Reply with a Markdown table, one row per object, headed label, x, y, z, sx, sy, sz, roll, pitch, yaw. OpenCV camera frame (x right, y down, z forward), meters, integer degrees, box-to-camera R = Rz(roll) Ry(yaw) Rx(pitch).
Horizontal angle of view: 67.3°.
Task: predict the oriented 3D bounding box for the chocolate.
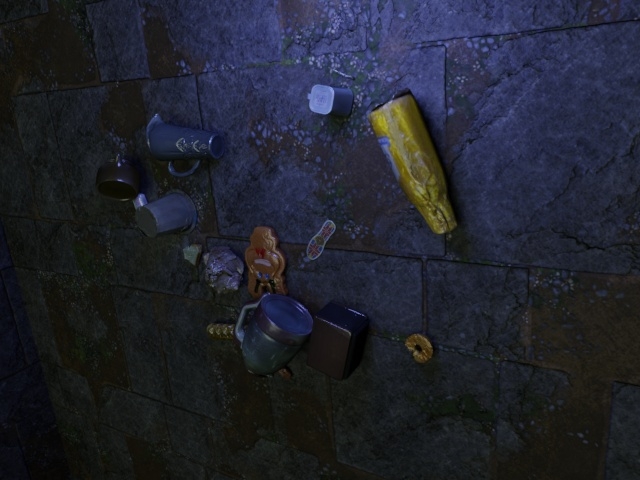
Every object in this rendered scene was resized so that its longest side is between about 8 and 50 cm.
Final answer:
| label | x | y | z | sx | sy | sz | roll | pitch | yaw |
| --- | --- | --- | --- | --- | --- | --- | --- | --- | --- |
| chocolate | 0.299 | -0.227 | 1.470 | 0.162 | 0.162 | 0.446 | -23 | 96 | 34 |

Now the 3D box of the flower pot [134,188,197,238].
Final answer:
| label | x | y | z | sx | sy | sz | roll | pitch | yaw |
| --- | --- | --- | --- | --- | --- | --- | --- | --- | --- |
| flower pot | -0.680 | -0.099 | 2.078 | 0.212 | 0.202 | 0.213 | 13 | 115 | 30 |

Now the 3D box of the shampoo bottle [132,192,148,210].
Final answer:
| label | x | y | z | sx | sy | sz | roll | pitch | yaw |
| --- | --- | --- | --- | --- | --- | --- | --- | --- | --- |
| shampoo bottle | -0.837 | -0.174 | 2.236 | 0.072 | 0.043 | 0.099 | -13 | 99 | 33 |

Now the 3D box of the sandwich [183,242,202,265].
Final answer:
| label | x | y | z | sx | sy | sz | roll | pitch | yaw |
| --- | --- | --- | --- | --- | --- | --- | --- | --- | --- |
| sandwich | -0.573 | 0.052 | 2.160 | 0.093 | 0.035 | 0.105 | 35 | 120 | 17 |

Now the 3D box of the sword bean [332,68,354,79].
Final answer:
| label | x | y | z | sx | sy | sz | roll | pitch | yaw |
| --- | --- | --- | --- | --- | --- | --- | --- | --- | --- |
| sword bean | 0.076 | -0.545 | 1.581 | 0.083 | 0.012 | 0.012 | 29 | 119 | 18 |

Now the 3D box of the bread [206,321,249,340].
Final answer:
| label | x | y | z | sx | sy | sz | roll | pitch | yaw |
| --- | --- | --- | --- | --- | --- | --- | --- | --- | --- |
| bread | -0.361 | 0.411 | 2.134 | 0.367 | 0.077 | 0.084 | -4 | 103 | 31 |

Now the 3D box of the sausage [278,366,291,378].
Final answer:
| label | x | y | z | sx | sy | sz | roll | pitch | yaw |
| --- | --- | --- | --- | --- | --- | --- | --- | --- | --- |
| sausage | -0.204 | 0.545 | 2.109 | 0.186 | 0.043 | 0.043 | 28 | 119 | 20 |

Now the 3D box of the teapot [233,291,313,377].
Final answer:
| label | x | y | z | sx | sy | sz | roll | pitch | yaw |
| --- | --- | --- | --- | --- | --- | --- | --- | --- | --- |
| teapot | -0.223 | 0.375 | 1.918 | 0.315 | 0.233 | 0.312 | 44 | 115 | 29 |

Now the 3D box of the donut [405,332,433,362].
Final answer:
| label | x | y | z | sx | sy | sz | roll | pitch | yaw |
| --- | --- | --- | --- | --- | --- | --- | --- | --- | --- |
| donut | 0.359 | 0.377 | 1.713 | 0.097 | 0.043 | 0.108 | -31 | 88 | 35 |

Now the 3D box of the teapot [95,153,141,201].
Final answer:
| label | x | y | z | sx | sy | sz | roll | pitch | yaw |
| --- | --- | --- | --- | --- | --- | --- | --- | --- | --- |
| teapot | -0.906 | -0.285 | 2.174 | 0.268 | 0.185 | 0.176 | 121 | 151 | -58 |

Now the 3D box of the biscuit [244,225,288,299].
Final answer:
| label | x | y | z | sx | sy | sz | roll | pitch | yaw |
| --- | --- | --- | --- | --- | --- | --- | --- | --- | --- |
| biscuit | -0.225 | 0.103 | 1.965 | 0.201 | 0.047 | 0.334 | 10 | 111 | 28 |

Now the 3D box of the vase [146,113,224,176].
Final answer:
| label | x | y | z | sx | sy | sz | roll | pitch | yaw |
| --- | --- | --- | --- | --- | --- | --- | --- | --- | --- |
| vase | -0.537 | -0.377 | 1.933 | 0.300 | 0.156 | 0.251 | 8 | 108 | 22 |

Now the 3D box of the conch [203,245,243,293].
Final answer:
| label | x | y | z | sx | sy | sz | roll | pitch | yaw |
| --- | --- | --- | --- | --- | --- | --- | --- | --- | --- |
| conch | -0.420 | 0.118 | 2.055 | 0.178 | 0.163 | 0.245 | -48 | 58 | 1 |

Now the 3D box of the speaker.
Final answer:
| label | x | y | z | sx | sy | sz | roll | pitch | yaw |
| --- | --- | --- | --- | --- | --- | --- | --- | --- | --- |
| speaker | 0.061 | 0.381 | 1.825 | 0.192 | 0.153 | 0.231 | 20 | 116 | 23 |

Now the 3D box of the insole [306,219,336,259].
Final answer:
| label | x | y | z | sx | sy | sz | roll | pitch | yaw |
| --- | --- | --- | --- | --- | --- | --- | --- | --- | --- |
| insole | 0.000 | 0.000 | 1.818 | 0.065 | 0.006 | 0.193 | 42 | 123 | 11 |

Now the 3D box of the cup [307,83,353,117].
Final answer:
| label | x | y | z | sx | sy | sz | roll | pitch | yaw |
| --- | --- | --- | --- | --- | --- | --- | --- | --- | --- |
| cup | 0.023 | -0.461 | 1.575 | 0.128 | 0.129 | 0.095 | 21 | 110 | 27 |
